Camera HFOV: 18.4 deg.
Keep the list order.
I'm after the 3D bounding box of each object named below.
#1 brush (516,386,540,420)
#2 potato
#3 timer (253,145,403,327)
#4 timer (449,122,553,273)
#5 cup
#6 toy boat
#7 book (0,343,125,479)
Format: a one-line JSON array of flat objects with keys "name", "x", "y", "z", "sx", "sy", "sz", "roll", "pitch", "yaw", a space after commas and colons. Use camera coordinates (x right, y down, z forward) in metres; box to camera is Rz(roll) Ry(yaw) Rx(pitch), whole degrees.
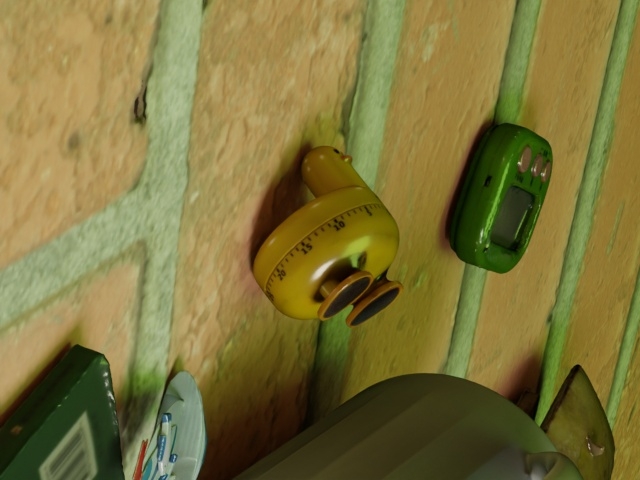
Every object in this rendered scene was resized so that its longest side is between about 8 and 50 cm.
[{"name": "brush", "x": 0.160, "y": 0.217, "z": 1.965, "sx": 0.327, "sy": 0.065, "sz": 0.070, "roll": -41, "pitch": 142, "yaw": -65}, {"name": "potato", "x": 0.240, "y": 0.277, "z": 2.049, "sx": 0.299, "sy": 0.116, "sz": 0.239, "roll": -60, "pitch": 168, "yaw": -22}, {"name": "timer", "x": 0.000, "y": 0.000, "z": 1.377, "sx": 0.107, "sy": 0.109, "sz": 0.107, "roll": -31, "pitch": 159, "yaw": -14}, {"name": "timer", "x": 0.158, "y": -0.037, "z": 1.737, "sx": 0.140, "sy": 0.047, "sz": 0.128, "roll": 17, "pitch": 92, "yaw": -68}, {"name": "cup", "x": 0.069, "y": 0.228, "z": 1.440, "sx": 0.323, "sy": 0.236, "sz": 0.327, "roll": -30, "pitch": 177, "yaw": 32}, {"name": "toy boat", "x": -0.104, "y": 0.131, "z": 1.285, "sx": 0.149, "sy": 0.034, "sz": 0.105, "roll": 69, "pitch": 33, "yaw": -65}, {"name": "book", "x": -0.222, "y": 0.268, "z": 1.148, "sx": 0.371, "sy": 0.043, "sz": 0.260, "roll": -51, "pitch": 150, "yaw": -39}]
